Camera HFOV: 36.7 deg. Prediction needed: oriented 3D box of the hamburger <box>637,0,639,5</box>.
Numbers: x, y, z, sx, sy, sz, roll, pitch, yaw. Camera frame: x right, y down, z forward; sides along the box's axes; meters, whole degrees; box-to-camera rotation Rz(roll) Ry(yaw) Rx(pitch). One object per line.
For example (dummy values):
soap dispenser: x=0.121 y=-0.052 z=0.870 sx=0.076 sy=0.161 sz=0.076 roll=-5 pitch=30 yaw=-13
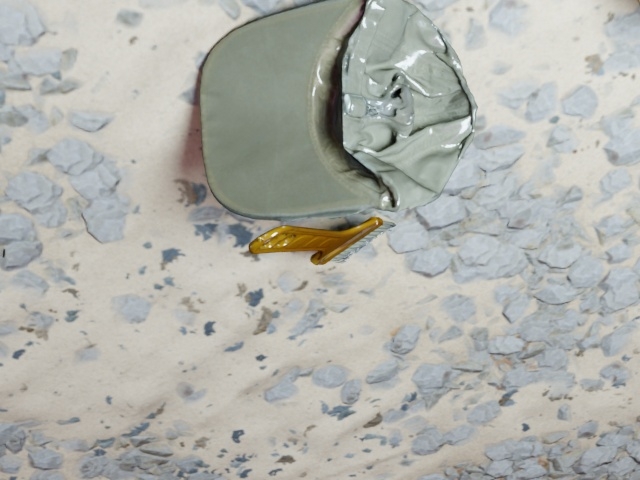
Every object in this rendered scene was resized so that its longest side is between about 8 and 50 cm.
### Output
hamburger: x=0.364 y=-0.283 z=0.813 sx=0.286 sy=0.146 sz=0.243 roll=31 pitch=145 yaw=-8

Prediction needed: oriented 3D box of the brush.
brush: x=0.000 y=0.000 z=0.976 sx=0.090 sy=0.017 sz=0.314 roll=-34 pitch=169 yaw=17

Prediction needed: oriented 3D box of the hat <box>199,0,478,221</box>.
hat: x=0.016 y=-0.122 z=0.941 sx=0.245 sy=0.214 sz=0.149 roll=-5 pitch=174 yaw=32
